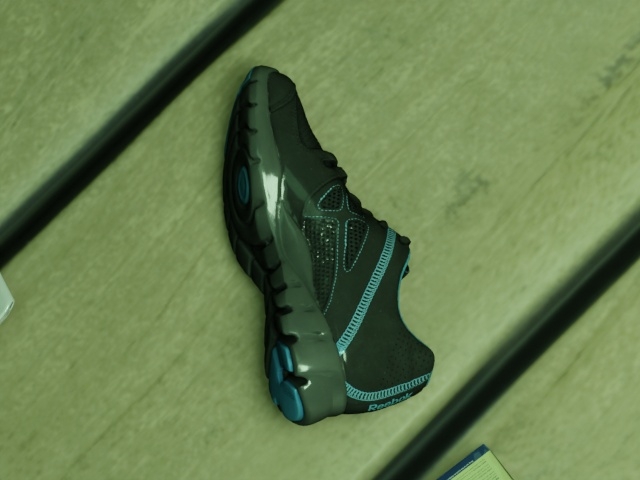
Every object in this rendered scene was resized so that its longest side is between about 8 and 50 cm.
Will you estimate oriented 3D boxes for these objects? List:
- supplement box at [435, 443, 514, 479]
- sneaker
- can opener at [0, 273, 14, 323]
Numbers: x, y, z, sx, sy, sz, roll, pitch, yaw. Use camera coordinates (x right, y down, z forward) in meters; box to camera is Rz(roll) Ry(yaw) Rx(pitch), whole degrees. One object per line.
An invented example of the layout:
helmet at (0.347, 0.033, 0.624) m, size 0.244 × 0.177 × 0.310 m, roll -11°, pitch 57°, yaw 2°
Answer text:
supplement box at (0.134, 0.233, 1.624) m, size 0.083 × 0.056 × 0.083 m, roll -38°, pitch 69°, yaw 0°
sneaker at (0.000, 0.000, 1.711) m, size 0.140 × 0.125 × 0.340 m, roll -6°, pitch 68°, yaw -17°
can opener at (-0.373, -0.026, 1.805) m, size 0.074 × 0.093 × 0.280 m, roll -32°, pitch 65°, yaw 3°
